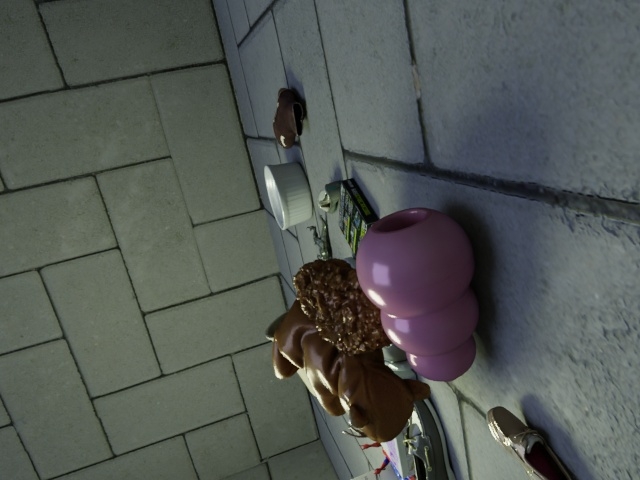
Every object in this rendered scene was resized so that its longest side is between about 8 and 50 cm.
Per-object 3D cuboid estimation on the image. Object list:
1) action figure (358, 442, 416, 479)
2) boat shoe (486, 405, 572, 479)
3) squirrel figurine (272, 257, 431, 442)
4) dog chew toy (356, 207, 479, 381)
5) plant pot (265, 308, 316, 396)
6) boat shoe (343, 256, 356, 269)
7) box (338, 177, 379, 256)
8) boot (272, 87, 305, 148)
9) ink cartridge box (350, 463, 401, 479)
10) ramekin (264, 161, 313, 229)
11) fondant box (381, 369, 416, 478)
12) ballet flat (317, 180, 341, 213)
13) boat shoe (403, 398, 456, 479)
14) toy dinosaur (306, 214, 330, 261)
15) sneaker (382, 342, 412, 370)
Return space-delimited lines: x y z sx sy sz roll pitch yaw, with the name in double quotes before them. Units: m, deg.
"action figure" 0.230 0.782 1.642 0.280 0.139 0.091 -125 24 -62
"boat shoe" 0.345 0.339 0.782 0.170 0.063 0.059 52 154 37
"squirrel figurine" 0.068 0.241 1.067 0.370 0.281 0.396 -130 35 -57
"dog chew toy" 0.192 0.112 0.867 0.206 0.207 0.331 -143 31 -70
"plant pot" 0.003 0.415 1.846 0.305 0.334 0.334 64 169 -10
"boat shoe" 0.114 0.188 1.491 0.109 0.094 0.302 96 155 -58
"box" 0.105 -0.049 1.364 0.190 0.045 0.184 90 157 -48
"boot" -0.112 -0.416 1.735 0.206 0.090 0.248 -118 21 -51
"ink cartridge box" 0.218 0.881 1.669 0.139 0.191 0.082 -126 24 -56
"ramekin" -0.131 -0.193 1.989 0.277 0.135 0.277 164 90 -78
"fondant box" 0.215 0.495 1.437 0.238 0.096 0.330 -140 35 -69
"ballet flat" 0.022 -0.136 1.556 0.213 0.068 0.072 117 136 -72
"boat shoe" 0.273 0.547 1.252 0.109 0.091 0.304 159 95 -76
"toy dinosaur" 0.000 0.000 1.846 0.118 0.064 0.268 44 146 53
"sneaker" 0.188 0.275 1.284 0.258 0.094 0.091 -166 57 -76
